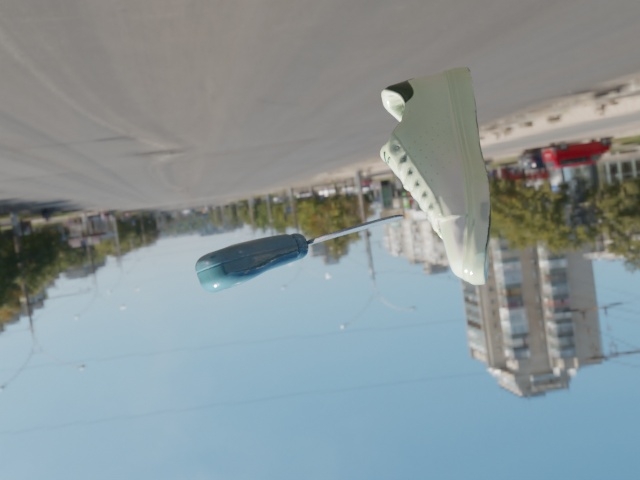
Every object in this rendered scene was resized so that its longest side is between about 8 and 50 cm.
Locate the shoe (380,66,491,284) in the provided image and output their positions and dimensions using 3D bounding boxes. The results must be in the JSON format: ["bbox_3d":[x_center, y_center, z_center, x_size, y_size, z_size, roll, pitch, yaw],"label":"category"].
[{"bbox_3d":[0.120,-0.070,0.890,0.110,0.265,0.095,-3,148,7],"label":"shoe"}]

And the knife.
[{"bbox_3d":[0.001,-0.001,0.703,0.244,0.032,0.058,-16,173,-41],"label":"knife"}]
